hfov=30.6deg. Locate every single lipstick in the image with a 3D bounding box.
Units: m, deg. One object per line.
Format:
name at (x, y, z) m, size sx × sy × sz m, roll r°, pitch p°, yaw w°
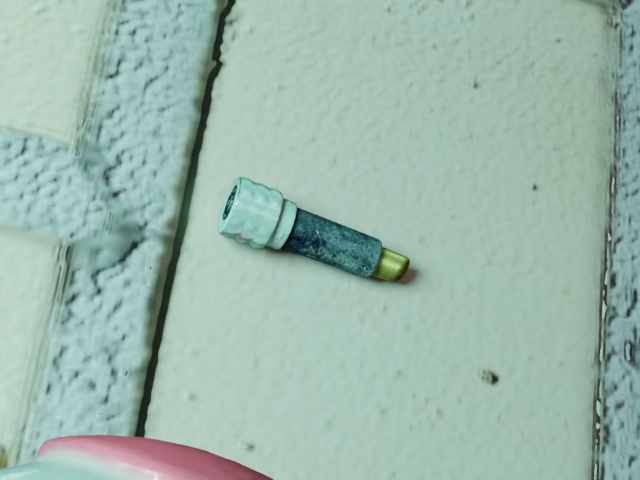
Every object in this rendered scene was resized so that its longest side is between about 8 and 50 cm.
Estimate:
lipstick at (0.000, 0.000, 0.670) m, size 0.116 × 0.037 × 0.037 m, roll 22°, pitch 64°, yaw -15°

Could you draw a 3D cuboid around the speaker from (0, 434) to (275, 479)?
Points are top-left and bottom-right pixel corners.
speaker at (-0.080, 0.218, 0.429) m, size 0.294 × 0.294 × 0.294 m, roll 7°, pitch 68°, yaw -17°
